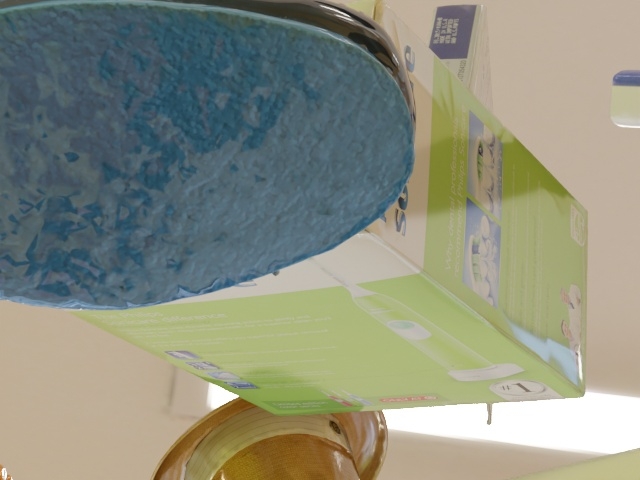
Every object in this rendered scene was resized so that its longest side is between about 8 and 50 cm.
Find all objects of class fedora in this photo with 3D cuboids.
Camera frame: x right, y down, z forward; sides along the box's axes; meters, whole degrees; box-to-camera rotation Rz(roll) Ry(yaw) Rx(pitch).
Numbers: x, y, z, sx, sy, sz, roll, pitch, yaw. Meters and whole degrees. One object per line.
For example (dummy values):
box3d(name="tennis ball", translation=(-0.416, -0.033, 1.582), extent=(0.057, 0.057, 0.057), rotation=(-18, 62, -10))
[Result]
box3d(name="fedora", translation=(-0.025, 0.183, 1.163), extent=(0.194, 0.079, 0.194), rotation=(-16, -43, -15))

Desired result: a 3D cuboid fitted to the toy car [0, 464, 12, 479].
box3d(name="toy car", translation=(-0.271, 0.172, 1.156), extent=(0.060, 0.122, 0.041), rotation=(-63, -23, -62))

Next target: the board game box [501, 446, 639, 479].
box3d(name="board game box", translation=(0.112, 0.138, 0.634), extent=(0.193, 0.305, 0.053), rotation=(35, -137, -52))

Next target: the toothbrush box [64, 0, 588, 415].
box3d(name="toothbrush box", translation=(0.000, 0.000, 0.875), extent=(0.283, 0.206, 0.122), rotation=(33, -124, -55))

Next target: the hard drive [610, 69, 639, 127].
box3d(name="hard drive", translation=(0.380, -0.083, 1.060), extent=(0.210, 0.318, 0.040), rotation=(-3, -82, -49))

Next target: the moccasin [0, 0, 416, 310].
box3d(name="moccasin", translation=(-0.135, -0.049, 0.609), extent=(0.117, 0.342, 0.138), rotation=(-81, -14, -63))

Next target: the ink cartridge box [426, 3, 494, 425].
box3d(name="ink cartridge box", translation=(0.146, -0.031, 1.721), extent=(0.324, 0.071, 0.330), rotation=(-75, -18, -56))
